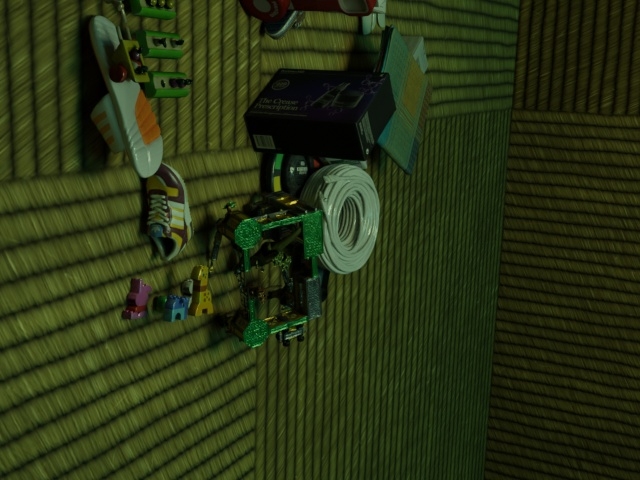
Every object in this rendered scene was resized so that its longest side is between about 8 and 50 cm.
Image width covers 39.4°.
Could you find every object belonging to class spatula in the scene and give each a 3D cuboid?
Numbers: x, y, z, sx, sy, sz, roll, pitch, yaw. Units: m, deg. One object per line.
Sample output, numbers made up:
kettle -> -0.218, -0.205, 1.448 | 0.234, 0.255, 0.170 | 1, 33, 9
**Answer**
spatula -> 0.135, -0.662, 2.303 | 0.168, 0.019, 0.242 | -34, 127, -55

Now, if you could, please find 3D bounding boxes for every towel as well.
towel -> 0.201, -0.353, 2.316 | 0.370, 0.040, 0.272 | 36, 68, -63

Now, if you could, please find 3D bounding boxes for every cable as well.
cable -> 0.045, -0.050, 2.083 | 0.257, 0.089, 0.257 | -25, 117, -53

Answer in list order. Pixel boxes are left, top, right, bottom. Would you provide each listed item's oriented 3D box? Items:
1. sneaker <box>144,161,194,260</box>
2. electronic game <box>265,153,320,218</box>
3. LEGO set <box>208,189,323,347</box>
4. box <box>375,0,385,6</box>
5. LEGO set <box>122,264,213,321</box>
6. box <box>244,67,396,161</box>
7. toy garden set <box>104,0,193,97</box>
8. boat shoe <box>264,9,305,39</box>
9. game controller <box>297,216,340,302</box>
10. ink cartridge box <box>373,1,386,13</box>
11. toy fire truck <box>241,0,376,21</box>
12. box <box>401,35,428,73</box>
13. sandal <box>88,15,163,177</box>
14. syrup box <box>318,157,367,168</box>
sneaker -> -0.277, -0.050, 1.586 | 0.084, 0.069, 0.186 | -61, 146, -46
electronic game -> -0.059, -0.155, 2.020 | 0.229, 0.048, 0.230 | -26, 120, -59
LEGO set -> -0.125, 0.043, 1.862 | 0.254, 0.192, 0.332 | -24, 119, -26
box -> 0.145, -0.615, 1.966 | 0.186, 0.038, 0.145 | -46, 135, -42
LEGO set -> -0.256, 0.091, 1.648 | 0.227, 0.087, 0.093 | -6, 103, -64
box -> 0.002, -0.268, 1.869 | 0.184, 0.261, 0.103 | -58, 145, -41
toy garden set -> -0.278, -0.355, 1.442 | 0.203, 0.049, 0.245 | -22, 104, -66
boat shoe -> -0.062, -0.486, 1.901 | 0.183, 0.066, 0.066 | -67, 151, -28
game controller -> 0.000, 0.000, 2.186 | 0.166, 0.067, 0.319 | 40, 61, -76
ink cartridge box -> 0.070, -0.629, 2.028 | 0.093, 0.154, 0.213 | -10, 107, -60
toy fire truck -> -0.037, -0.562, 1.718 | 0.169, 0.253, 0.302 | -66, 150, -30
box -> 0.238, -0.498, 2.477 | 0.102, 0.087, 0.101 | -63, 149, -35
sandal -> -0.331, -0.224, 1.439 | 0.102, 0.076, 0.265 | -29, 102, -68
syrup box -> 0.041, -0.235, 2.080 | 0.237, 0.093, 0.096 | 44, 41, -71
